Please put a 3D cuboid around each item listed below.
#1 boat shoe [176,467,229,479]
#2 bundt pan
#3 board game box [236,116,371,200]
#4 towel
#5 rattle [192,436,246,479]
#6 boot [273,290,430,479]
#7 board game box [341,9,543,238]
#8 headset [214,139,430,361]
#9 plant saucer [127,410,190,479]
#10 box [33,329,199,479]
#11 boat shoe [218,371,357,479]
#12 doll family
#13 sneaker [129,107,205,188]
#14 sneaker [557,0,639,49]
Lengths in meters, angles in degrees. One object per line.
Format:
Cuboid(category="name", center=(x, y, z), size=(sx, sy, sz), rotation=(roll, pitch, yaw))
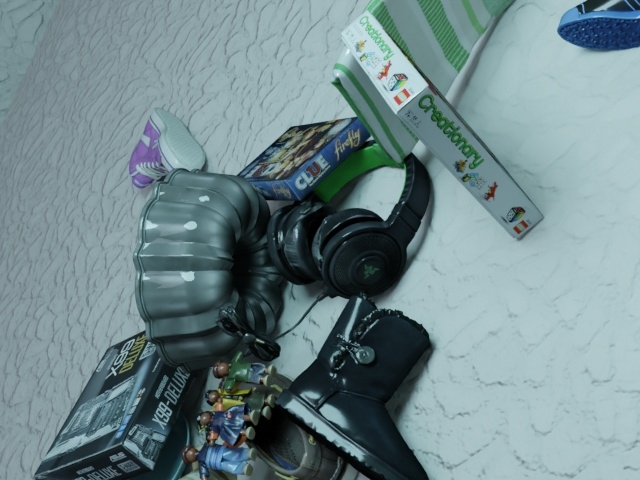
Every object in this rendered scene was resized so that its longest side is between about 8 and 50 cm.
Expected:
Cuboid(category="boat shoe", center=(-0.167, 0.477, 1.269), size=(0.109, 0.098, 0.302), rotation=(-6, 88, 24))
Cuboid(category="bundt pan", center=(-0.154, 0.045, 1.428), size=(0.124, 0.331, 0.331), rotation=(-1, 66, 22))
Cuboid(category="board game box", center=(-0.041, -0.133, 1.507), size=(0.165, 0.042, 0.243), rotation=(-44, 21, -19))
Cuboid(category="towel", center=(0.151, -0.296, 1.279), size=(0.038, 0.248, 0.325), rotation=(29, 81, 37))
Cuboid(category="rattle", center=(-0.191, 0.358, 1.354), size=(0.200, 0.142, 0.130), rotation=(110, 152, -51))
Cuboid(category="boot", center=(0.088, 0.202, 1.207), size=(0.246, 0.094, 0.207), rotation=(32, 73, 23))
Cuboid(category="board game box", center=(0.159, -0.144, 1.168), size=(0.053, 0.305, 0.193), rotation=(-40, 43, 12))
Cuboid(category="headset", center=(0.000, 0.000, 1.362), size=(0.243, 0.185, 0.394), rotation=(13, 67, 51))
Cuboid(category="plant saucer", center=(-0.351, 0.410, 1.546), size=(0.317, 0.044, 0.318), rotation=(-24, 29, 14))
Cuboid(category="box", center=(-0.332, 0.281, 1.565), size=(0.242, 0.076, 0.307), rotation=(-25, 28, 34))
Cuboid(category="boat shoe", center=(-0.072, 0.268, 1.357), size=(0.324, 0.096, 0.117), rotation=(31, 92, 52))
Cuboid(category="doll family", center=(-0.132, 0.251, 1.283), size=(0.111, 0.076, 0.193), rotation=(3, 47, 20))
Cuboid(category="sneaker", center=(-0.330, -0.158, 1.906), size=(0.161, 0.102, 0.282), rotation=(-57, 28, 13))
Cuboid(category="sneaker", center=(0.419, -0.309, 1.160), size=(0.232, 0.081, 0.091), rotation=(-1, 65, 41))
